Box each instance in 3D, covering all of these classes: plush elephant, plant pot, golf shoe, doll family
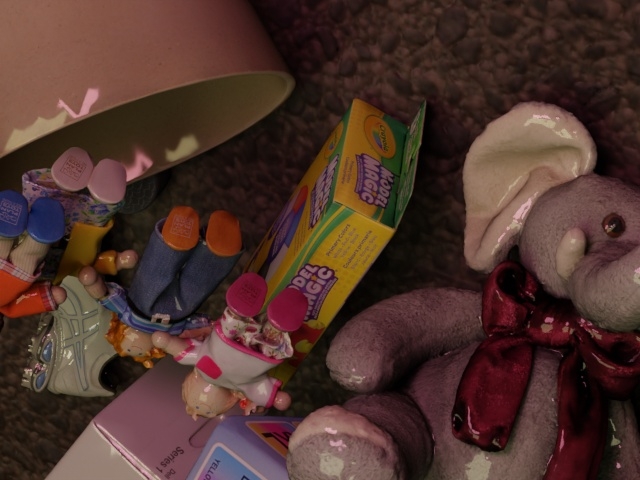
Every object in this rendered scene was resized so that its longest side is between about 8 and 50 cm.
[{"bbox_3d":[0.158,0.070,1.193,0.272,0.330,0.255,31,102,-3],"label":"plush elephant"},{"bbox_3d":[-0.186,-0.185,1.262,0.256,0.256,0.274,-26,82,35],"label":"plant pot"},{"bbox_3d":[-0.181,0.052,1.479,0.086,0.069,0.176,16,125,-2],"label":"golf shoe"},{"bbox_3d":[-0.131,0.026,1.238,0.263,0.118,0.163,21,140,-14],"label":"doll family"}]

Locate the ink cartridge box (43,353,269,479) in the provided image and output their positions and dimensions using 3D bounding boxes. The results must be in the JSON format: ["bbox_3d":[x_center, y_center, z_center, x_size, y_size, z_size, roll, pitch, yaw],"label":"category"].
[{"bbox_3d":[-0.157,0.195,1.464,0.092,0.160,0.219,43,125,4],"label":"ink cartridge box"}]

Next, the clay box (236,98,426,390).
[{"bbox_3d":[0.000,0.000,1.300,0.053,0.127,0.222,25,126,-11],"label":"clay box"}]

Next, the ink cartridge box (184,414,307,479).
[{"bbox_3d":[0.110,0.281,1.215,0.395,0.270,0.151,37,105,30],"label":"ink cartridge box"}]

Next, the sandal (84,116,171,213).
[{"bbox_3d":[-0.219,-0.120,1.418,0.254,0.054,0.097,43,134,-8],"label":"sandal"}]
